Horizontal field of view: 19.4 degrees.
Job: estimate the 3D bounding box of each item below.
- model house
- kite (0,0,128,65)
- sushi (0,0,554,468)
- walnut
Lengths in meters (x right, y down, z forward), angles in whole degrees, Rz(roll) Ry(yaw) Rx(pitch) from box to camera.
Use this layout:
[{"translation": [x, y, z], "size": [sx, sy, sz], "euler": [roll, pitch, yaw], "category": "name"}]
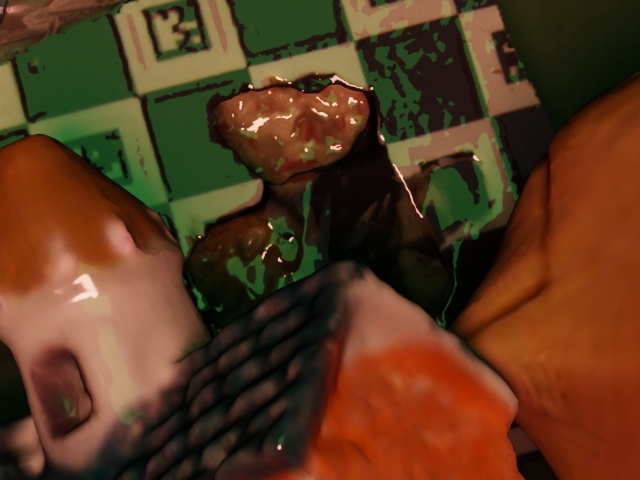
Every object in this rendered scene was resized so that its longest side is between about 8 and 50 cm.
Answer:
[{"translation": [-0.060, 0.111, 0.510], "size": [0.190, 0.271, 0.301], "euler": [-10, 71, -45], "category": "model house"}, {"translation": [-0.227, -0.101, 0.702], "size": [0.368, 0.014, 0.406], "euler": [-3, 75, -5], "category": "kite"}, {"translation": [0.000, 0.000, 0.675], "size": [0.192, 0.040, 0.210], "euler": [-25, 85, -11], "category": "sushi"}, {"translation": [0.175, 0.033, 0.581], "size": [0.298, 0.203, 0.203], "euler": [-4, 74, -24], "category": "walnut"}]
